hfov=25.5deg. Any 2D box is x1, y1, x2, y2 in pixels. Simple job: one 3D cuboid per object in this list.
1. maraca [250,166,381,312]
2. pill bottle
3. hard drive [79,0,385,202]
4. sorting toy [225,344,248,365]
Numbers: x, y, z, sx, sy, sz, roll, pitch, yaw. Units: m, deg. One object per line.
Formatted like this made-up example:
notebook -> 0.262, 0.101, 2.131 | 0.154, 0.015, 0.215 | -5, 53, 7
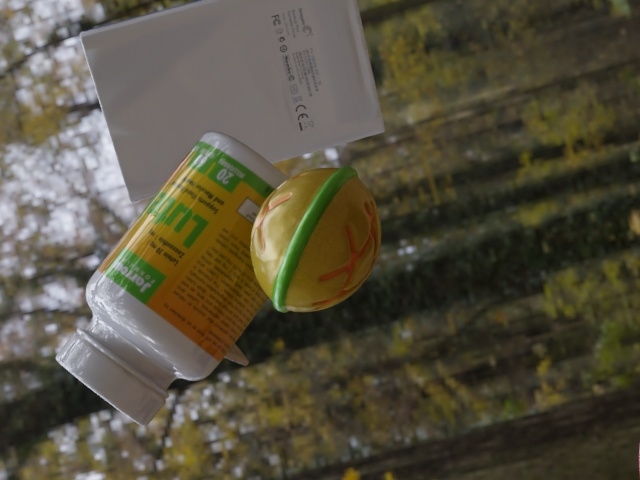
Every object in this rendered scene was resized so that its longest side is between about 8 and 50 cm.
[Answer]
maraca -> 0.000, 0.000, 1.139 | 0.127, 0.099, 0.186 | -60, -9, 3
pill bottle -> -0.120, 0.037, 1.254 | 0.136, 0.245, 0.136 | 36, 172, 6
hard drive -> -0.100, -0.186, 1.673 | 0.040, 0.319, 0.210 | -117, 12, -66
sorting toy -> -0.133, 0.135, 1.867 | 0.083, 0.012, 0.062 | 29, -160, -54
